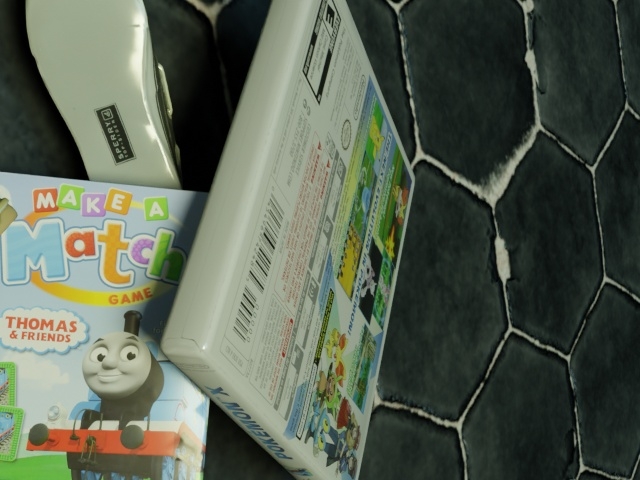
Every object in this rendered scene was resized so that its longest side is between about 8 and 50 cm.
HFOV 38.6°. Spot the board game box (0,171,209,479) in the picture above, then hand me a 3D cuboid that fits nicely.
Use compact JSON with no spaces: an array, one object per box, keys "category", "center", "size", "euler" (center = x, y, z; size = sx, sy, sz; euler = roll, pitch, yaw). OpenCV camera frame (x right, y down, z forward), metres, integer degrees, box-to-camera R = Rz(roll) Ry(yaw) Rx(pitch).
[{"category":"board game box","center":[-0.149,0.068,0.587],"size":[0.160,0.039,0.211],"euler":[5,83,-12]}]

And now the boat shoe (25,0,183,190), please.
[{"category":"boat shoe","center":[-0.145,-0.102,0.635],"size":[0.078,0.070,0.219],"euler":[-12,108,-2]}]

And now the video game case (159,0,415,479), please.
[{"category":"video game case","center":[0.000,0.000,0.704],"size":[0.300,0.036,0.328],"euler":[59,37,-53]}]

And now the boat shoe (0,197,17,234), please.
[{"category":"boat shoe","center":[-0.254,0.074,0.469],"size":[0.089,0.105,0.285],"euler":[32,62,-23]}]
